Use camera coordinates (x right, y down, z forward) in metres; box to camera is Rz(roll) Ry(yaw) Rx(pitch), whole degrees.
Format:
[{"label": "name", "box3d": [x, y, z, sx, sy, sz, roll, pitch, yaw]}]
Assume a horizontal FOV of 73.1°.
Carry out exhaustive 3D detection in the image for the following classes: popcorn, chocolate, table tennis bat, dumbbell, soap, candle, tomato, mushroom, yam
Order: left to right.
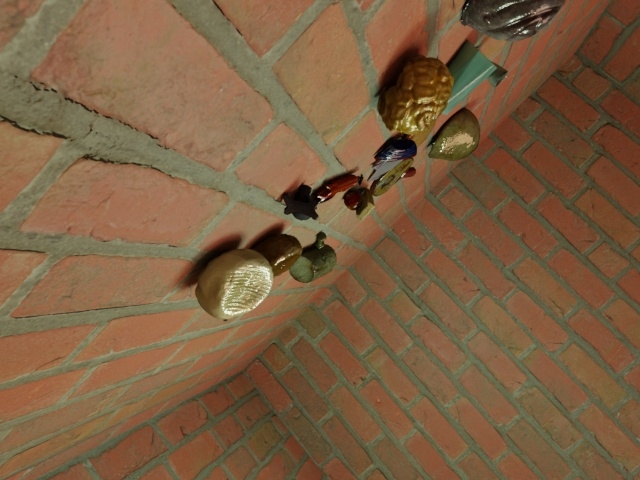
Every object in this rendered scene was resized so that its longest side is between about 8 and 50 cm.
[{"label": "yam", "box3d": [-0.031, 0.117, 2.198, 0.161, 0.161, 0.268, -50, 163, 30]}, {"label": "dumbbell", "box3d": [0.000, 0.000, 2.144, 0.052, 0.046, 0.118, -33, 165, -17]}, {"label": "candle", "box3d": [0.077, -0.208, 1.666, 0.301, 0.059, 0.084, -28, 173, -44]}, {"label": "tomato", "box3d": [0.145, -0.180, 1.917, 0.087, 0.087, 0.075, -42, 138, -3]}, {"label": "soap", "box3d": [0.201, -0.171, 1.987, 0.092, 0.037, 0.252, -48, -168, 19]}, {"label": "table tennis bat", "box3d": [0.391, -0.339, 2.228, 0.414, 0.051, 0.268, -20, 154, -54]}, {"label": "popcorn", "box3d": [0.284, -0.427, 1.306, 0.250, 0.190, 0.250, -53, 172, -11]}, {"label": "mushroom", "box3d": [0.708, -0.515, 2.296, 0.217, 0.212, 0.292, -43, 177, -39]}, {"label": "chocolate", "box3d": [0.588, -0.700, 1.254, 0.303, 0.213, 0.303, -42, 167, -12]}]

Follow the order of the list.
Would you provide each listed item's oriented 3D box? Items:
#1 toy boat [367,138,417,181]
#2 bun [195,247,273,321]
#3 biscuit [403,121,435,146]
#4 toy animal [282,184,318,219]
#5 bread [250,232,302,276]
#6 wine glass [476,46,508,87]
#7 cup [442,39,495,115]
[{"label": "toy boat", "box3d": [0.315, -0.339, 1.877, 0.218, 0.072, 0.318, -21, 164, -5]}, {"label": "bun", "box3d": [-0.291, 0.129, 1.411, 0.259, 0.160, 0.260, -28, 137, -30]}, {"label": "biscuit", "box3d": [0.421, -0.457, 1.942, 0.254, 0.035, 0.254, -41, 166, -12]}, {"label": "toy animal", "box3d": [-0.070, -0.129, 1.486, 0.210, 0.120, 0.117, -172, -94, -85]}, {"label": "bread", "box3d": [-0.181, 0.062, 1.624, 0.230, 0.123, 0.230, -36, 169, -8]}, {"label": "wine glass", "box3d": [0.634, -0.660, 1.647, 0.073, 0.155, 0.073, -39, 166, -11]}, {"label": "cup", "box3d": [0.501, -0.587, 1.579, 0.134, 0.148, 0.235, 19, 129, -39]}]
